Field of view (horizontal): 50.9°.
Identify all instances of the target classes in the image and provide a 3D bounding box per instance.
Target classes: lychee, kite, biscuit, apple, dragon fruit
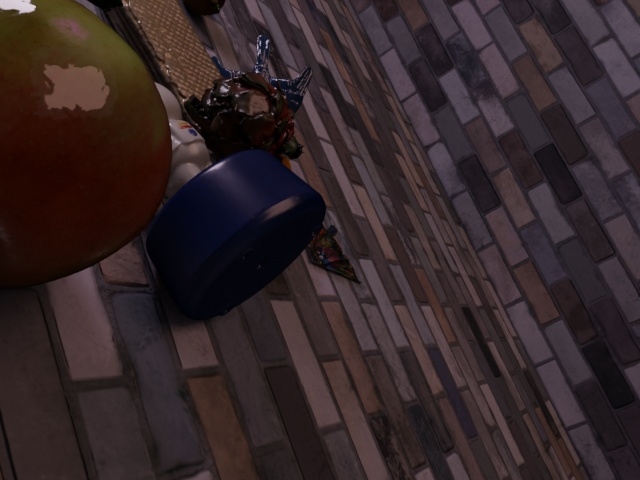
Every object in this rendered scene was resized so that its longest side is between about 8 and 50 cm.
[{"bbox_3d":[-0.281,-0.600,1.620,0.146,0.114,0.114,52,17,30],"label":"lychee"},{"bbox_3d":[0.000,0.000,1.587,0.321,0.016,0.234,54,25,-10],"label":"kite"},{"bbox_3d":[-0.273,-0.323,1.298,0.144,0.078,0.425,-26,85,-46],"label":"biscuit"},{"bbox_3d":[-0.318,-0.100,0.698,0.319,0.319,0.277,52,53,-16],"label":"apple"},{"bbox_3d":[-0.131,-0.209,1.187,0.188,0.182,0.182,70,6,-52],"label":"dragon fruit"}]

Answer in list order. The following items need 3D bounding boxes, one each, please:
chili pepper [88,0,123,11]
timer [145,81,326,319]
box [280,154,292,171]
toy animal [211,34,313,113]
[{"bbox_3d":[-0.434,-0.460,1.153,0.224,0.060,0.098,18,1,-37],"label":"chili pepper"},{"bbox_3d":[-0.207,-0.098,1.043,0.383,0.270,0.270,48,20,14],"label":"timer"},{"bbox_3d":[-0.115,-0.105,1.408,0.152,0.070,0.237,34,32,-45],"label":"box"},{"bbox_3d":[-0.137,-0.342,1.545,0.176,0.239,0.255,-135,-131,-69],"label":"toy animal"}]
